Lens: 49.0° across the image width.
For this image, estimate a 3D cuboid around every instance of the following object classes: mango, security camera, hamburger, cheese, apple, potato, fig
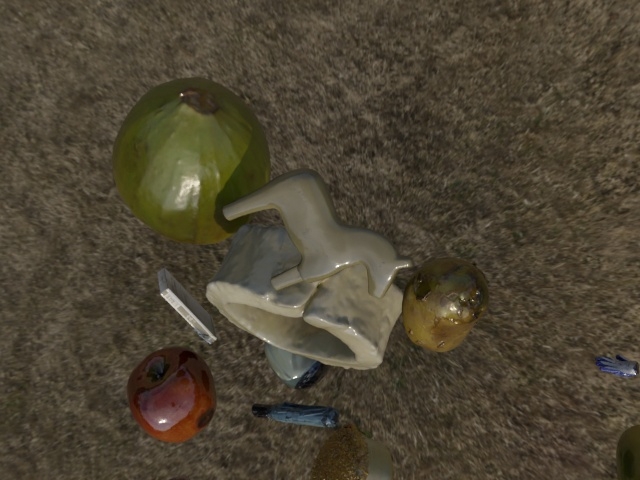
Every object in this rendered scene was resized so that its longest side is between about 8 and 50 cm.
[{"bbox_3d":[0.439,0.317,0.943,0.085,0.191,0.122,-25,107,23],"label":"mango"},{"bbox_3d":[-0.023,0.279,1.877,0.191,0.277,0.197,47,134,13],"label":"security camera"},{"bbox_3d":[0.071,0.657,1.922,0.179,0.294,0.276,24,102,-12],"label":"hamburger"},{"bbox_3d":[-0.025,0.107,1.271,0.332,0.292,0.153,6,61,33],"label":"cheese"},{"bbox_3d":[-0.360,0.382,1.736,0.230,0.230,0.230,0,86,4],"label":"apple"},{"bbox_3d":[0.195,0.099,1.113,0.137,0.176,0.137,12,44,-13],"label":"potato"},{"bbox_3d":[-0.252,-0.171,1.425,0.343,0.343,0.343,0,86,4],"label":"fig"}]

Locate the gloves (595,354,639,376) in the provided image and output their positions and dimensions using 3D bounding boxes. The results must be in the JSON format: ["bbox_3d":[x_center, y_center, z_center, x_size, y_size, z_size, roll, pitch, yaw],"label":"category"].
[{"bbox_3d":[0.618,0.259,1.462,0.086,0.064,0.026,5,111,27],"label":"gloves"}]

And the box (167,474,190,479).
[{"bbox_3d":[-0.246,0.489,1.293,0.048,0.025,0.115,-5,46,-34],"label":"box"}]

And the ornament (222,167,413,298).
[{"bbox_3d":[0.000,0.000,1.063,0.245,0.061,0.230,-22,97,28],"label":"ornament"}]

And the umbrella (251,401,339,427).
[{"bbox_3d":[-0.066,0.428,1.743,0.250,0.052,0.053,-2,65,33],"label":"umbrella"}]

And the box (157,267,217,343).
[{"bbox_3d":[-0.332,0.164,1.745,0.029,0.109,0.198,-35,121,3],"label":"box"}]
